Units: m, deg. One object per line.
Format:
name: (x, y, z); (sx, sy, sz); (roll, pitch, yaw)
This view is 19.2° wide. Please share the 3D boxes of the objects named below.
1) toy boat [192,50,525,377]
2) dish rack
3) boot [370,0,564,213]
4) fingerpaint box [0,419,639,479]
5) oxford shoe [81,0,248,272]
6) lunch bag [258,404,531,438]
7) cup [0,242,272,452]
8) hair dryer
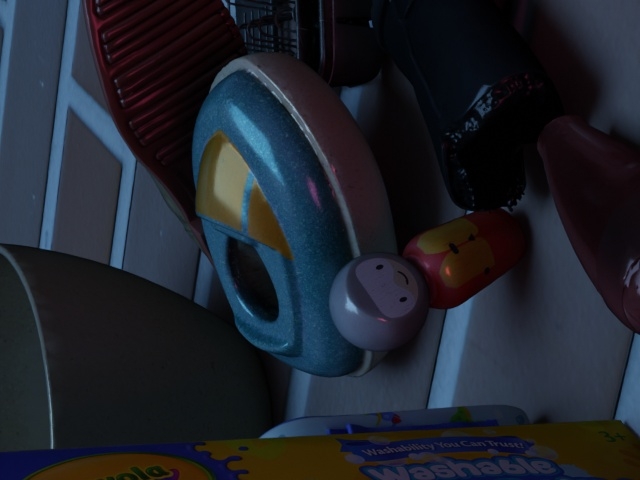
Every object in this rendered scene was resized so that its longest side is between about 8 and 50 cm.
toy boat: (0.000, 0.000, 1.383); (0.318, 0.148, 0.268); (17, 129, 54)
dish rack: (-0.032, -0.213, 1.569); (0.271, 0.074, 0.208); (-6, 85, 63)
boot: (0.110, -0.165, 1.260); (0.207, 0.094, 0.246); (-113, 28, -44)
fingerpaint box: (0.060, 0.256, 0.990); (0.371, 0.444, 0.163); (47, 130, 54)
oxford shoe: (-0.117, -0.105, 1.552); (0.130, 0.123, 0.348); (39, 155, 59)
lunch bag: (0.042, 0.187, 1.271); (0.176, 0.219, 0.090); (-63, 38, 41)
cup: (-0.184, 0.164, 1.698); (0.331, 0.237, 0.331); (6, 97, 63)
hair dryer: (0.226, -0.050, 1.095); (0.293, 0.080, 0.224); (-7, 69, 58)
